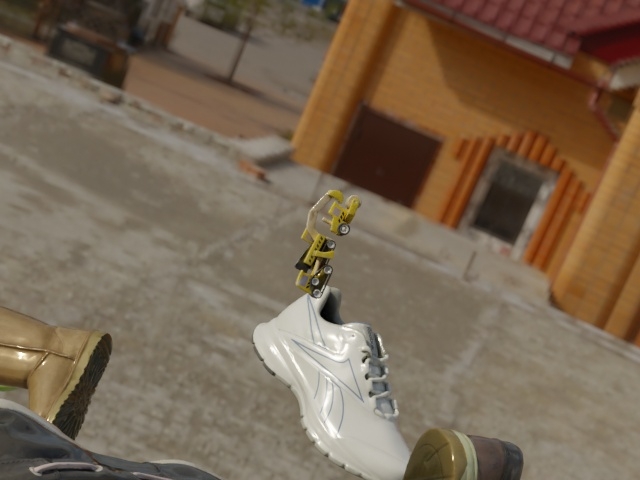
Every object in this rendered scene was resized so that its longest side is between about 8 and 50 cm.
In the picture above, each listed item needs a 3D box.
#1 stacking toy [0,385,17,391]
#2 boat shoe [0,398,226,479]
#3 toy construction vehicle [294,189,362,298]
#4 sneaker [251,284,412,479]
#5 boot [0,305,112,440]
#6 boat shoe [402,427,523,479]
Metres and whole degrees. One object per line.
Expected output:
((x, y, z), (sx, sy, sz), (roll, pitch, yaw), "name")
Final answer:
((-0.665, 0.220, 2.286), (0.279, 0.130, 0.309), (39, 57, 6), "stacking toy")
((-0.172, 0.232, 1.061), (0.335, 0.112, 0.095), (32, 14, -42), "boat shoe")
((0.000, 0.000, 1.145), (0.035, 0.098, 0.086), (24, 0, -6), "toy construction vehicle")
((0.032, 0.171, 1.518), (0.297, 0.129, 0.111), (52, 15, 32), "sneaker")
((-0.463, 0.200, 1.842), (0.269, 0.089, 0.236), (11, 48, 14), "boot")
((0.080, 0.226, 0.854), (0.073, 0.224, 0.080), (7, 24, -18), "boat shoe")
